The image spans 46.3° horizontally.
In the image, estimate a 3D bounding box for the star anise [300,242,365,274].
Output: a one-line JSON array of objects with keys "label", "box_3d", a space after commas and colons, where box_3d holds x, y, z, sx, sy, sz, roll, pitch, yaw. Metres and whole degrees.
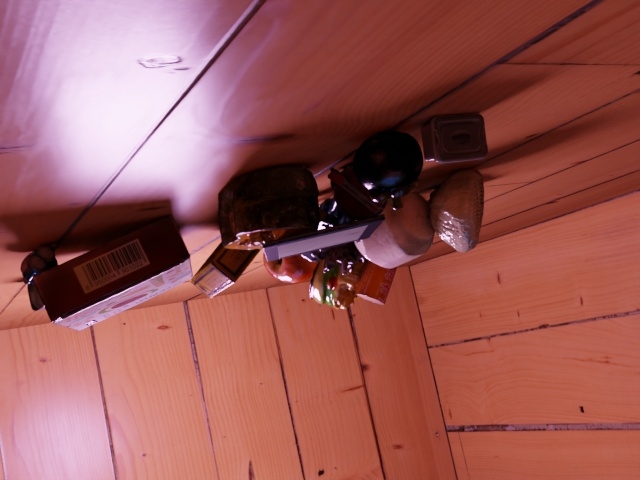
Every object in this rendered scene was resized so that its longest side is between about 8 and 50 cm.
[{"label": "star anise", "box_3d": [0.047, -0.004, 2.162, 0.220, 0.214, 0.099, -56, -178, -38]}]

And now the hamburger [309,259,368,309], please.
[{"label": "hamburger", "box_3d": [0.076, 0.107, 2.287, 0.149, 0.237, 0.237, 21, 180, 14]}]

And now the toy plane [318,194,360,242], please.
[{"label": "toy plane", "box_3d": [0.026, -0.061, 1.872, 0.223, 0.104, 0.326, 20, 173, -1]}]

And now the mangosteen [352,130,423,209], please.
[{"label": "mangosteen", "box_3d": [0.133, -0.132, 1.436, 0.137, 0.151, 0.137, -12, -170, 2]}]

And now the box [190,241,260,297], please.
[{"label": "box", "box_3d": [-0.235, 0.039, 1.989, 0.193, 0.084, 0.301, -52, -172, -22]}]

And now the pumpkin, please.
[{"label": "pumpkin", "box_3d": [-0.099, -0.063, 1.631, 0.222, 0.139, 0.317, -7, 170, -20]}]

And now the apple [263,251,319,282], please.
[{"label": "apple", "box_3d": [-0.074, 0.041, 2.310, 0.199, 0.199, 0.199, -12, 172, -2]}]

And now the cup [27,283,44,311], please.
[{"label": "cup", "box_3d": [-0.806, 0.153, 2.276, 0.128, 0.095, 0.129, -22, 170, 42]}]

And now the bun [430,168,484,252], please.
[{"label": "bun", "box_3d": [0.361, -0.081, 1.976, 0.134, 0.220, 0.220, 4, 177, 18]}]

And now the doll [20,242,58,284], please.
[{"label": "doll", "box_3d": [-0.682, 0.060, 1.821, 0.114, 0.085, 0.152, -54, -171, -25]}]

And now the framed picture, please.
[{"label": "framed picture", "box_3d": [0.000, 0.000, 1.689, 0.265, 0.016, 0.347, -14, 174, -3]}]

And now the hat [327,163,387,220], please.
[{"label": "hat", "box_3d": [0.088, -0.121, 1.707, 0.140, 0.128, 0.227, 18, -169, 3]}]

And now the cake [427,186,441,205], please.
[{"label": "cake", "box_3d": [0.396, -0.136, 2.166, 0.185, 0.079, 0.116, 6, 151, -34]}]

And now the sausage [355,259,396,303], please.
[{"label": "sausage", "box_3d": [0.196, 0.028, 2.197, 0.093, 0.312, 0.093, 20, 173, 2]}]

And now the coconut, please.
[{"label": "coconut", "box_3d": [0.189, -0.033, 2.054, 0.224, 0.224, 0.234, -6, 169, -37]}]

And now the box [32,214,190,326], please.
[{"label": "box", "box_3d": [-0.504, 0.093, 1.897, 0.345, 0.122, 0.385, -26, 175, -12]}]

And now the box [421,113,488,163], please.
[{"label": "box", "box_3d": [0.253, -0.193, 1.436, 0.122, 0.089, 0.062, -8, -178, -24]}]
